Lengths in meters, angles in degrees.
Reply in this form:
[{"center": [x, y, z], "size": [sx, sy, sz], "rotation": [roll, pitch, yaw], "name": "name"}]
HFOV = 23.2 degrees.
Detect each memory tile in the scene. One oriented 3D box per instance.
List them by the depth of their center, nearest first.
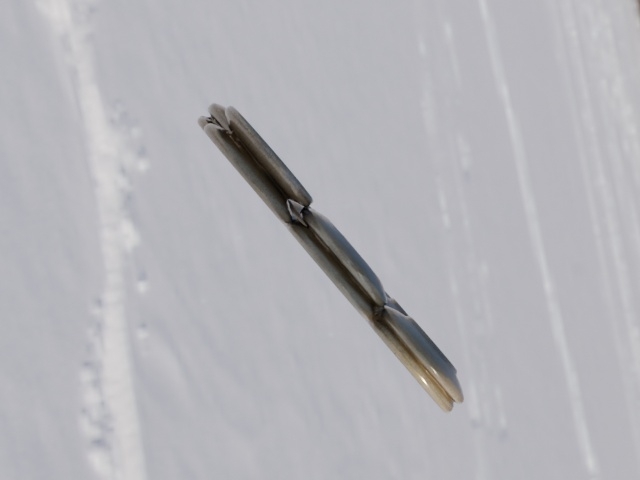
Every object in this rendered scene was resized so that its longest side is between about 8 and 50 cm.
[{"center": [0.000, 0.000, 0.503], "size": [0.113, 0.012, 0.148], "rotation": [49, 0, -8], "name": "memory tile"}]
